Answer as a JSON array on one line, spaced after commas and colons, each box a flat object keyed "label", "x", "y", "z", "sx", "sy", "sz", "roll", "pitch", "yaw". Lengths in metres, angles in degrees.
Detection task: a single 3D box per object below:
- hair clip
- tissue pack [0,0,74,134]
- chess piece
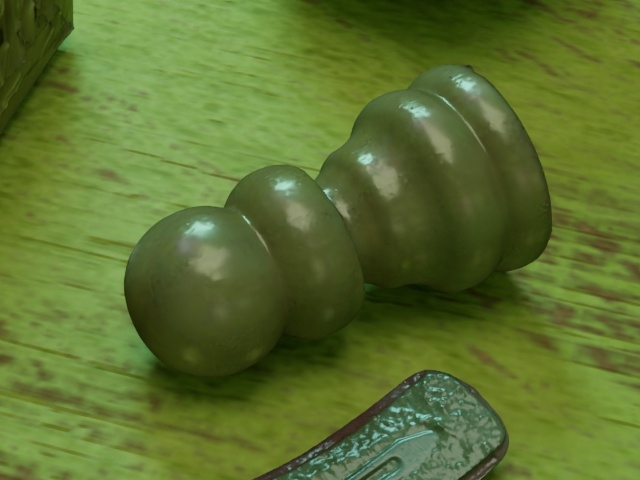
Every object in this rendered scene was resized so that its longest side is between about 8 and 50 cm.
[{"label": "hair clip", "x": 0.009, "y": 0.092, "z": 0.598, "sx": 0.137, "sy": 0.022, "sz": 0.054, "roll": -27, "pitch": 51, "yaw": -30}, {"label": "tissue pack", "x": -0.246, "y": -0.124, "z": 0.745, "sx": 0.234, "sy": 0.125, "sz": 0.159, "roll": 13, "pitch": 43, "yaw": 9}, {"label": "chess piece", "x": 0.000, "y": 0.000, "z": 0.663, "sx": 0.170, "sy": 0.094, "sz": 0.094, "roll": -25, "pitch": 49, "yaw": -18}]
